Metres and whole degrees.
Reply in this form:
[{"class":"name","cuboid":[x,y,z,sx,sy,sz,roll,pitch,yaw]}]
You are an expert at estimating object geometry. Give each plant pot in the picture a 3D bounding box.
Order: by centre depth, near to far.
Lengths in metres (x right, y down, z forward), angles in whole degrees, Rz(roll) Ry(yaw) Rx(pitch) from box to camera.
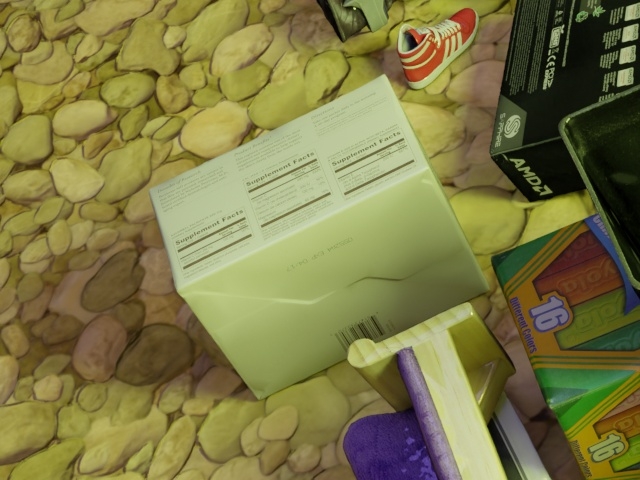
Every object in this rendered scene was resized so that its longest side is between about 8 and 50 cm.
[{"class":"plant pot","cuboid":[0.317,-0.016,1.405,0.188,0.167,0.187,-23,48,5]}]

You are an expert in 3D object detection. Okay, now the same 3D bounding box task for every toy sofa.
[{"class":"toy sofa","cuboid":[0.122,0.252,1.480,0.177,0.150,0.362,-25,59,10]}]

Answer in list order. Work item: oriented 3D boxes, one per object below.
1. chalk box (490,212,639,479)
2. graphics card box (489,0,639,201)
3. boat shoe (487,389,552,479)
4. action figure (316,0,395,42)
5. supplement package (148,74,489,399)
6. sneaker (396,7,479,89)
[{"class":"chalk box","cuboid":[0.326,0.070,1.563,0.289,0.179,0.180,-24,47,6]},{"class":"graphics card box","cuboid":[0.355,-0.187,1.764,0.371,0.094,0.233,-14,49,33]},{"class":"boat shoe","cuboid":[0.143,0.171,1.646,0.076,0.080,0.228,-28,54,1]},{"class":"action figure","cuboid":[0.134,-0.319,2.037,0.285,0.099,0.185,-27,33,-2]},{"class":"supplement package","cuboid":[0.000,0.000,1.763,0.262,0.204,0.145,-25,47,5]},{"class":"sneaker","cuboid":[0.129,-0.229,1.984,0.042,0.067,0.118,24,66,39]}]
